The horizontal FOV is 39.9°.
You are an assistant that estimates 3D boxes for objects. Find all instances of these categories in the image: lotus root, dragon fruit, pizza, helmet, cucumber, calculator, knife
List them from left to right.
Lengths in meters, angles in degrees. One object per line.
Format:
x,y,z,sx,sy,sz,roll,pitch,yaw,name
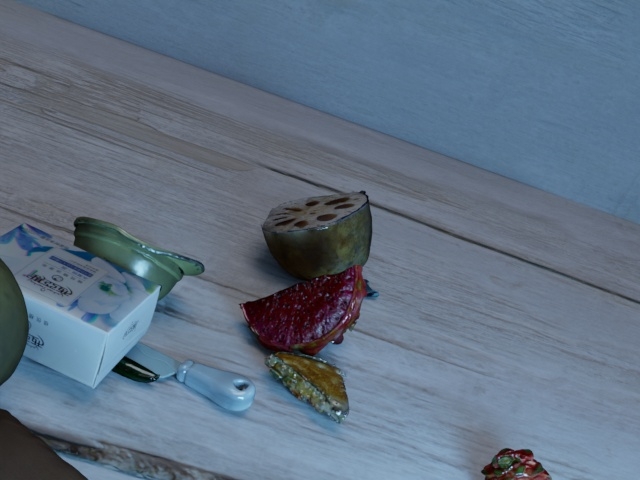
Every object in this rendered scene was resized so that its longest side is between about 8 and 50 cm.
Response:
-0.358,0.199,1.488,0.184,0.033,0.036,26,3,8,cucumber
-0.359,0.069,1.642,0.257,0.137,0.204,24,-16,-16,helmet
-0.270,0.218,1.531,0.331,0.044,0.080,20,30,10,knife
-0.004,0.275,1.615,0.185,0.052,0.195,14,20,-35,pizza
0.000,0.000,2.034,0.272,0.192,0.272,-8,25,4,lotus root
0.005,0.158,1.752,0.211,0.262,0.134,19,54,-61,dragon fruit
0.067,0.111,2.065,0.141,0.019,0.094,4,29,-32,calculator
0.338,0.427,1.506,0.121,0.130,0.142,19,63,-25,dragon fruit

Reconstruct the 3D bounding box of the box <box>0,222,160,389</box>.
-0.434,0.099,1.450,0.274,0.116,0.203,25,24,6,box

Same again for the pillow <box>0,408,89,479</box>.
-0.408,0.323,1.064,0.308,0.108,0.305,33,13,22,pillow

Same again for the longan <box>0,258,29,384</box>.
-0.552,0.114,1.219,0.297,0.297,0.297,18,24,-9,longan
